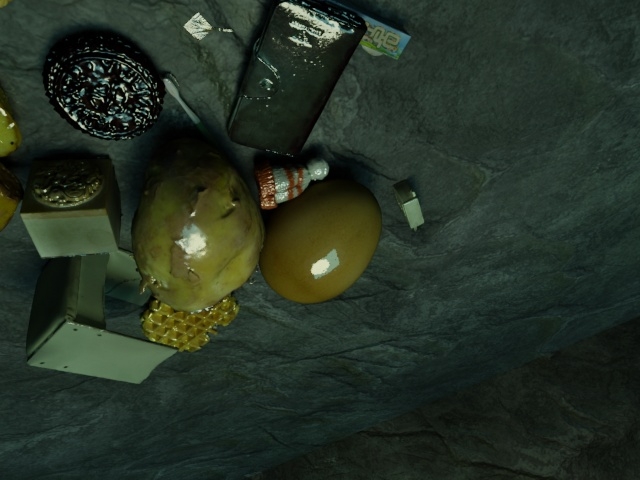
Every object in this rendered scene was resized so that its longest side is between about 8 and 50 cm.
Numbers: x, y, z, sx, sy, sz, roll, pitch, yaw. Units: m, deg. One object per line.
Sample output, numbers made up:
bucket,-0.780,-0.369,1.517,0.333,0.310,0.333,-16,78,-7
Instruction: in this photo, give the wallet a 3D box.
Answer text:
wallet,-0.056,-0.284,0.863,0.172,0.045,0.318,8,143,-24

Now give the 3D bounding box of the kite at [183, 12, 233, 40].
kite,-0.191,-0.354,0.795,0.078,0.002,0.044,15,130,-34

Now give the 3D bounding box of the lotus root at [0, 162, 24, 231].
lotus root,-0.668,-0.072,0.804,0.290,0.193,0.193,-11,141,4

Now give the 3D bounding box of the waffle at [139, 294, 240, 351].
waffle,-0.368,0.226,1.339,0.282,0.065,0.310,-7,140,-13

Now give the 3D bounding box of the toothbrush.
toothbrush,-0.232,-0.218,0.919,0.018,0.024,0.257,-7,144,17

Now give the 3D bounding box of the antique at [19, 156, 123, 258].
antique,-0.466,-0.071,0.893,0.146,0.152,0.148,-6,141,-13

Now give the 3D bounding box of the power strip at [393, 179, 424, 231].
power strip,0.234,-0.079,1.221,0.042,0.075,0.175,-25,139,5

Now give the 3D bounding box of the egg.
egg,0.000,0.000,1.081,0.322,0.250,0.250,-42,136,17

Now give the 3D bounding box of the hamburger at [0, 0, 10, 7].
hamburger,-0.450,-0.362,0.532,0.213,0.214,0.108,18,130,-36

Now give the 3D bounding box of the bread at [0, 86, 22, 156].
bread,-0.575,-0.217,0.755,0.149,0.065,0.188,-13,138,7

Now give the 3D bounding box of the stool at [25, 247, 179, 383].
stool,-0.486,0.160,1.072,0.170,0.244,0.269,-39,136,23

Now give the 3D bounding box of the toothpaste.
toothpaste,0.063,-0.376,0.839,0.193,0.044,0.070,9,133,-30

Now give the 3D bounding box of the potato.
potato,-0.246,-0.045,0.896,0.300,0.289,0.237,-26,160,-17

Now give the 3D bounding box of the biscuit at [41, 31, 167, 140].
biscuit,-0.365,-0.255,0.798,0.194,0.053,0.195,-11,140,-9

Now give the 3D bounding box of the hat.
hat,-0.060,-0.135,1.011,0.162,0.112,0.094,-12,144,-10
